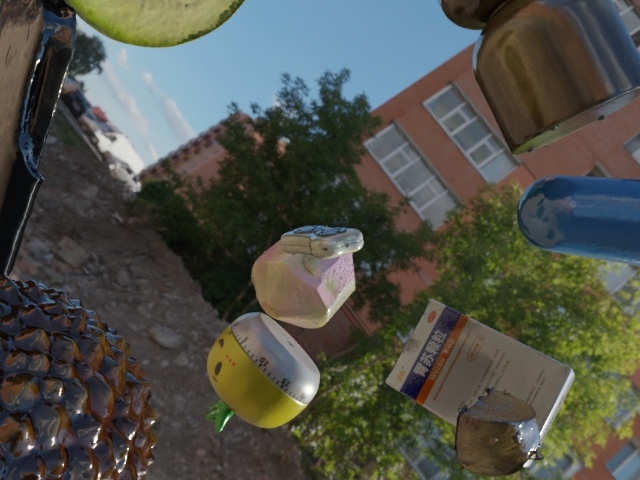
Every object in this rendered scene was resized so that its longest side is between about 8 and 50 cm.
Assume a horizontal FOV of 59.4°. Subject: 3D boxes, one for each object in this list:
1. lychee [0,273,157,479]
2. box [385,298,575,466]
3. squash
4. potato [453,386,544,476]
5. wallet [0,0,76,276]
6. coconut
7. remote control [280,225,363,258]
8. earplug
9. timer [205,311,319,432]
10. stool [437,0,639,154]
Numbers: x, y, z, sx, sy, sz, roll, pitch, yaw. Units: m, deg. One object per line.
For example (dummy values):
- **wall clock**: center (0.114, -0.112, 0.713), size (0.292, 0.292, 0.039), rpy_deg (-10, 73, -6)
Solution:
- **lychee**: center (-0.229, 0.150, 0.356), size (0.267, 0.267, 0.267), rpy_deg (51, -13, 16)
- **box**: center (0.309, 0.274, 1.105), size (0.299, 0.200, 0.106), rpy_deg (27, -6, 32)
- **squash**: center (-0.177, -0.333, 0.602), size (0.252, 0.252, 0.049), rpy_deg (66, -2, -41)
- **potato**: center (0.219, 0.243, 0.669), size (0.089, 0.101, 0.172), rpy_deg (14, 0, 28)
- **wallet**: center (-0.309, -0.058, 0.531), size (0.051, 0.378, 0.197), rpy_deg (9, 23, -42)
- **coconut**: center (-0.044, 0.089, 1.323), size (0.233, 0.245, 0.233), rpy_deg (23, -47, 26)
- **remote control**: center (0.000, 0.000, 0.761), size (0.122, 0.074, 0.032), rpy_deg (8, -72, 55)
- **earplug**: center (0.407, -0.029, 0.776), size (0.132, 0.272, 0.133), rpy_deg (-174, -90, -86)
- **timer**: center (-0.165, 0.333, 1.306), size (0.285, 0.285, 0.285), rpy_deg (51, -13, 16)
- **stool**: center (0.271, -0.263, 0.709), size (0.179, 0.179, 0.264), rpy_deg (126, -60, -77)
